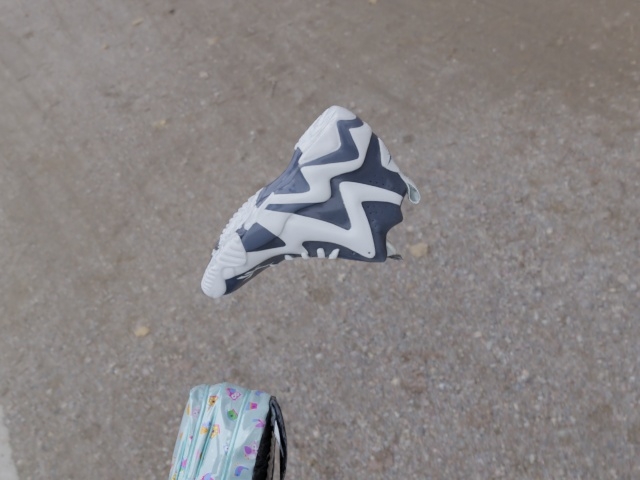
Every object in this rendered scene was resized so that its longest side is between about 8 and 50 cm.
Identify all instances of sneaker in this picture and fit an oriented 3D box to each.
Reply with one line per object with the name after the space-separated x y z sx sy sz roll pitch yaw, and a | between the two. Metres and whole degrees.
0.000 0.000 0.770 0.235 0.153 0.094 -50 15 13 | sneaker

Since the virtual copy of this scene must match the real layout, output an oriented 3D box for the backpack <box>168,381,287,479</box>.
-0.100 0.243 0.828 0.115 0.152 0.182 13 69 -7 | backpack
